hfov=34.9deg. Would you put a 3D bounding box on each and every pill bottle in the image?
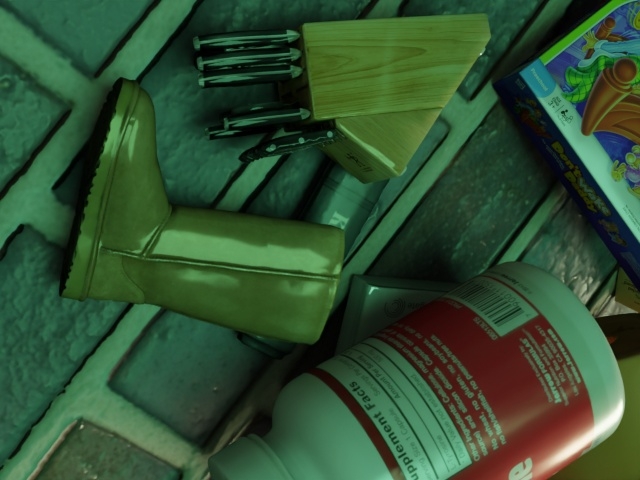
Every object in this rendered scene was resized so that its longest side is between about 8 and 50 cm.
[{"bbox_3d":[0.098,0.206,1.083,0.407,0.229,0.229,-27,118,-18],"label":"pill bottle"}]

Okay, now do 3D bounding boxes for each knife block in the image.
[{"bbox_3d":[0.009,-0.182,1.026,0.242,0.088,0.276,39,74,-17],"label":"knife block"}]

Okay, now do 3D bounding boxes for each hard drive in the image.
[{"bbox_3d":[0.105,0.222,1.257,0.233,0.047,0.353,6,103,-31],"label":"hard drive"}]

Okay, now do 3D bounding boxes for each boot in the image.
[{"bbox_3d":[-0.102,-0.023,1.007,0.269,0.089,0.236,11,114,-21],"label":"boot"}]

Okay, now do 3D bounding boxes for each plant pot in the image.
[{"bbox_3d":[0.378,0.219,1.294,0.290,0.291,0.204,-20,99,-23],"label":"plant pot"}]

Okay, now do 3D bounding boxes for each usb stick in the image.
[{"bbox_3d":[0.000,0.000,1.120,0.077,0.045,0.278,29,92,-32],"label":"usb stick"}]

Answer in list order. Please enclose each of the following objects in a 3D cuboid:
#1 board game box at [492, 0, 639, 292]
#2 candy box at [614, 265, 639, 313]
[{"bbox_3d":[0.401,-0.117,1.208,0.233,0.078,0.347,-39,96,-13],"label":"board game box"},{"bbox_3d":[0.586,0.056,1.393,0.316,0.183,0.088,-7,111,-28],"label":"candy box"}]
